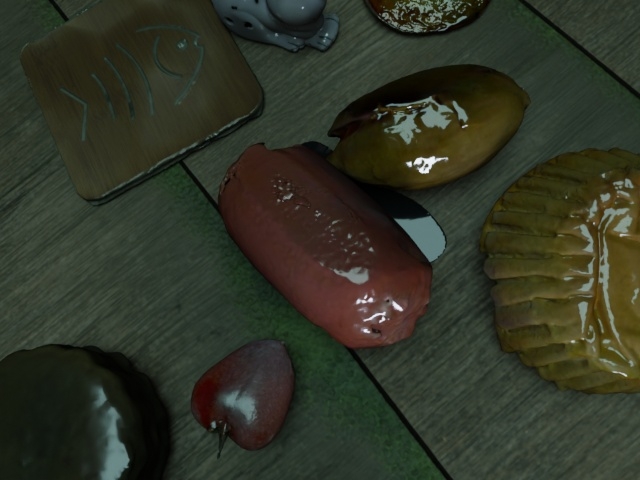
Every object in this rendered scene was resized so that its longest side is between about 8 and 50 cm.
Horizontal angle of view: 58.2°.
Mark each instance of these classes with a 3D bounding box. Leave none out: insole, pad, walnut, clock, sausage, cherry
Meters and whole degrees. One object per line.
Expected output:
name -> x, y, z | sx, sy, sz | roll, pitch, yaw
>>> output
insole -> 0.053, -0.047, 0.717 | 0.232, 0.003, 0.080 | 37, 83, 15
pad -> -0.252, -0.226, 0.796 | 0.284, 0.018, 0.286 | -29, 74, 0
walnut -> 0.118, -0.127, 0.666 | 0.245, 0.137, 0.137 | -16, 74, 4
clock -> -0.066, -0.316, 0.743 | 0.176, 0.117, 0.080 | 19, 79, 13
sausage -> 0.000, 0.000, 0.638 | 0.152, 0.152, 0.280 | -45, 70, -5
cherry -> -0.079, 0.175, 0.637 | 0.126, 0.087, 0.106 | -33, 66, -20

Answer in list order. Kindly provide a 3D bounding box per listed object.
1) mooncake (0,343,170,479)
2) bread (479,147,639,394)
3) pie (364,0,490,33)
mooncake -> -0.284, 0.228, 0.634 | 0.228, 0.124, 0.228 | -4, 72, 11
bread -> 0.304, 0.025, 0.593 | 0.274, 0.149, 0.274 | 0, 79, 2
pie -> 0.150, -0.316, 0.759 | 0.191, 0.033, 0.088 | -5, 79, 6
